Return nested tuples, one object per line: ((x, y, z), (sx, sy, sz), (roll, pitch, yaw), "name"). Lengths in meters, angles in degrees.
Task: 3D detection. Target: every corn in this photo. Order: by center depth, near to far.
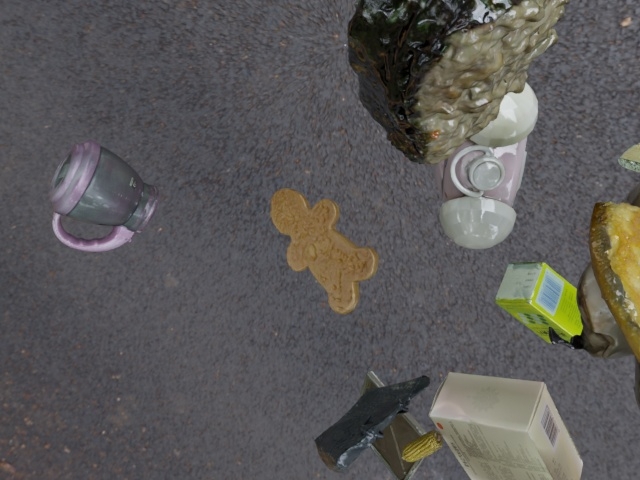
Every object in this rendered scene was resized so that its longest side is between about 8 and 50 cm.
((0.186, 0.378, 1.051), (0.037, 0.037, 0.092), (42, 123, -11), "corn")

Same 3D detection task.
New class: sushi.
((0.149, -0.218, 0.677), (0.211, 0.350, 0.171), (-43, 79, -9), "sushi")

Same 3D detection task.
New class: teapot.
((-0.318, -0.057, 0.849), (0.146, 0.116, 0.148), (28, 66, -35), "teapot")

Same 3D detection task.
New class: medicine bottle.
((0.632, 0.177, 1.603), (0.250, 0.137, 0.141), (36, 67, -19), "medicine bottle")

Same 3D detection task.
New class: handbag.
((0.101, 0.372, 1.164), (0.088, 0.270, 0.175), (50, 148, 8), "handbag")

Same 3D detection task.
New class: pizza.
((0.207, 0.034, 0.340), (0.109, 0.122, 0.026), (17, 141, -11), "pizza")

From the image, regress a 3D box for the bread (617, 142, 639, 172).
((0.738, -0.167, 1.192), (0.112, 0.193, 0.036), (-46, 140, -25), "bread")

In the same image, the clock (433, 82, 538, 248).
((0.328, -0.180, 1.165), (0.184, 0.325, 0.341), (1, 115, 8), "clock")

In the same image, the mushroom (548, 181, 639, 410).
((0.455, 0.082, 0.748), (0.295, 0.362, 0.361), (-6, 110, 29), "mushroom")

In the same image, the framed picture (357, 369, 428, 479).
((0.176, 0.498, 1.496), (0.024, 0.232, 0.314), (-28, 149, -28), "framed picture")

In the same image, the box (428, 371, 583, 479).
((0.297, 0.319, 0.916), (0.168, 0.095, 0.212), (-6, 126, 41), "box")

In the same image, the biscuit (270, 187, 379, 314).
((0.000, 0.000, 1.380), (0.340, 0.047, 0.215), (43, 120, 25), "biscuit")
